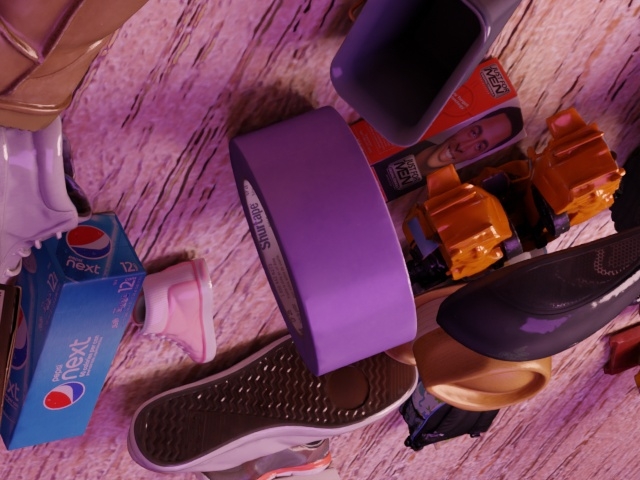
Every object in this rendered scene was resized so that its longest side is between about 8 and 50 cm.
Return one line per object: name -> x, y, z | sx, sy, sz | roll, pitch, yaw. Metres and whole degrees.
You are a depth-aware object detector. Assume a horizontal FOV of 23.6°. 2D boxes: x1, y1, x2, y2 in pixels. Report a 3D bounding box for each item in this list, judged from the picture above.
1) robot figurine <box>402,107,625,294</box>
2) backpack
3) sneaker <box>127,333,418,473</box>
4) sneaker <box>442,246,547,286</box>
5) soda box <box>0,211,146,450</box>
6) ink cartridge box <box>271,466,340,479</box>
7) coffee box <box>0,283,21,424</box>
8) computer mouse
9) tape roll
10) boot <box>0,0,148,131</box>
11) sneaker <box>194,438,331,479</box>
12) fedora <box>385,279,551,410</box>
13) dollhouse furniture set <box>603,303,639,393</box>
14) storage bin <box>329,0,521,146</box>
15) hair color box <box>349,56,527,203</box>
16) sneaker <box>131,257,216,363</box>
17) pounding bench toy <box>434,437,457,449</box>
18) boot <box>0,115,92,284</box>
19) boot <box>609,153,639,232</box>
robot figurine -> 0.154, -0.029, 1.254 | 0.211, 0.085, 0.291 | -25, 175, 0
backpack -> 0.142, 0.161, 1.644 | 0.105, 0.084, 0.114 | -10, 153, -24
sneaker -> -0.052, 0.156, 1.497 | 0.290, 0.106, 0.123 | -12, 168, -16
sneaker -> 0.165, 0.058, 1.500 | 0.092, 0.087, 0.229 | -10, 145, -5
soda box -> -0.207, 0.074, 1.217 | 0.071, 0.067, 0.210 | -8, 141, -33
ink cartridge box -> -0.119, 0.381, 1.787 | 0.283, 0.117, 0.207 | -6, 147, -32
coffee box -> -0.361, 0.091, 0.997 | 0.297, 0.119, 0.168 | 13, 140, -17
computer mouse -> 0.232, 0.043, 1.295 | 0.272, 0.072, 0.188 | -18, 164, -11
tape roll -> 0.000, 0.000, 1.145 | 0.080, 0.189, 0.189 | -19, 152, -7
boot -> -0.160, -0.177, 0.837 | 0.269, 0.089, 0.236 | -42, 158, 31
sneaker -> -0.062, 0.222, 1.644 | 0.157, 0.061, 0.065 | -10, 122, -27
fedora -> 0.151, 0.105, 1.419 | 0.194, 0.079, 0.194 | -2, 149, -1
dollhouse furniture set -> 0.430, 0.132, 1.694 | 0.152, 0.201, 0.374 | -22, 153, -3
storage bin -> 0.077, -0.149, 1.068 | 0.091, 0.098, 0.135 | -37, 166, -44
hair color box -> 0.090, -0.084, 1.224 | 0.141, 0.043, 0.072 | -26, 152, 2
sneaker -> -0.128, 0.066, 1.311 | 0.070, 0.051, 0.134 | -15, 148, -13
pounding bench toy -> 0.146, 0.189, 1.731 | 0.065, 0.052, 0.083 | -24, 152, -1
boot -> -0.219, 0.000, 1.072 | 0.123, 0.095, 0.258 | -11, 149, -10
boot -> 0.413, -0.092, 1.380 | 0.222, 0.118, 0.338 | -10, 161, -14
